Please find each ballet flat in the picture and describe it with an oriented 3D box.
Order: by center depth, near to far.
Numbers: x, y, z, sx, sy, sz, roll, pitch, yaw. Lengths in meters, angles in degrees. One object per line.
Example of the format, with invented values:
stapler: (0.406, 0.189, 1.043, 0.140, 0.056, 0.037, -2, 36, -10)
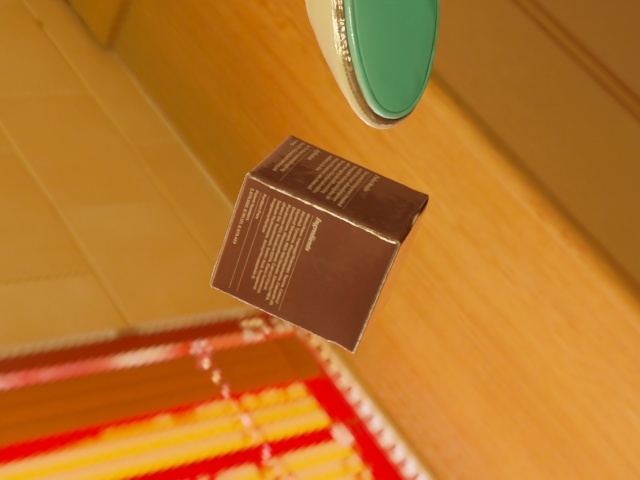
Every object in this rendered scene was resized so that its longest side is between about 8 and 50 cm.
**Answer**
ballet flat: (0.023, -0.191, 0.761, 0.086, 0.086, 0.248, -5, -82, -43)

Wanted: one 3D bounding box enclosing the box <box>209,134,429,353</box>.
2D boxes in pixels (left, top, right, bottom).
box: (0.000, 0.000, 1.601, 0.167, 0.203, 0.168, -69, -9, 26)
